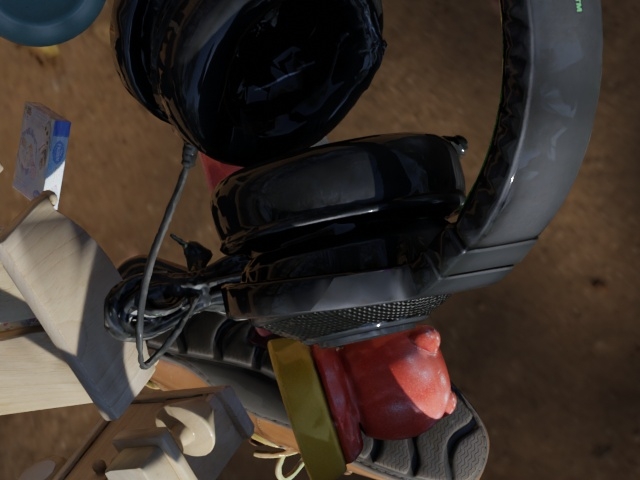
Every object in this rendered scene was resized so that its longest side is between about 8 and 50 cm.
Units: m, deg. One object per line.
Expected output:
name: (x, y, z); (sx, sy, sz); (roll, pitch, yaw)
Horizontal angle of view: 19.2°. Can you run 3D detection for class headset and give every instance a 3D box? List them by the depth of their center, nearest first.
headset: (0.006, -0.056, 0.948); (0.185, 0.243, 0.394); (-7, 153, -41)

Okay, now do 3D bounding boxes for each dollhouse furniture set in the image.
dollhouse furniture set: (-0.218, 0.054, 1.283); (0.303, 0.174, 0.355); (-10, 119, 38)

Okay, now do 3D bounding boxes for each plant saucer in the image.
plant saucer: (-0.231, -0.218, 1.544); (0.119, 0.021, 0.119); (0, 93, -9)

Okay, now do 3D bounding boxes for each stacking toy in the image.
stacking toy: (0.000, 0.000, 1.445); (0.130, 0.279, 0.309); (-18, 138, -1)

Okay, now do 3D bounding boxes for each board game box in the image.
board game box: (-0.278, -0.085, 1.877); (0.020, 0.090, 0.090); (5, 104, -30)

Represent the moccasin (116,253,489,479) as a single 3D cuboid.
moccasin: (-0.029, 0.137, 1.726); (0.380, 0.147, 0.139); (17, 69, 2)
